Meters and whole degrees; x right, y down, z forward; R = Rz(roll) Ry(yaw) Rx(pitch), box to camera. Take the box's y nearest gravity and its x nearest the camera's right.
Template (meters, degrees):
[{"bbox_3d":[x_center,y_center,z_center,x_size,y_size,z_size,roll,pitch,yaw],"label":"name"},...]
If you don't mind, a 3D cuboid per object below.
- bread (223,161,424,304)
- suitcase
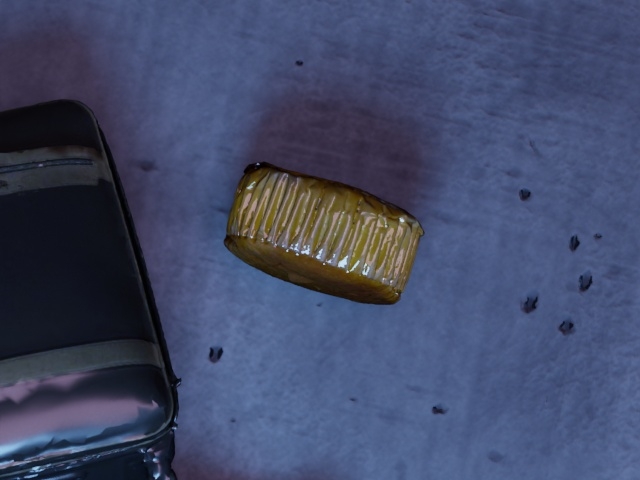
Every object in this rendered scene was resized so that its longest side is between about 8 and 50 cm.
[{"bbox_3d":[0.000,0.000,1.868,0.199,0.199,0.104,19,82,-10],"label":"bread"},{"bbox_3d":[-0.299,0.077,1.722,0.283,0.194,0.434,-11,61,-13],"label":"suitcase"}]
